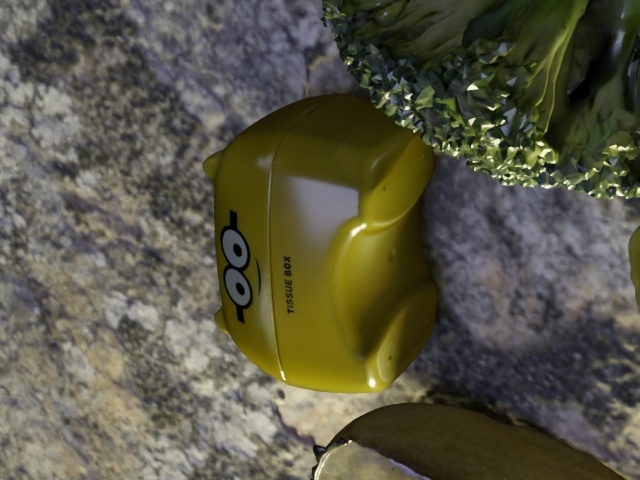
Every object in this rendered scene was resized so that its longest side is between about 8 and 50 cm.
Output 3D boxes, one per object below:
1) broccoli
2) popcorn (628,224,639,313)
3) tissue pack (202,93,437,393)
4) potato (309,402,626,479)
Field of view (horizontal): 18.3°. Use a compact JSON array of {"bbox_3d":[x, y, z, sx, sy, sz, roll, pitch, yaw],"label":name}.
[{"bbox_3d":[0.174,-0.166,1.026,0.361,0.221,0.252,-21,70,36],"label":"broccoli"},{"bbox_3d":[0.269,0.004,1.041,0.218,0.169,0.189,29,141,-23],"label":"popcorn"},{"bbox_3d":[0.000,0.000,1.253,0.127,0.123,0.178,14,121,28],"label":"tissue pack"},{"bbox_3d":[0.112,0.195,1.301,0.243,0.098,0.138,26,130,13],"label":"potato"}]
